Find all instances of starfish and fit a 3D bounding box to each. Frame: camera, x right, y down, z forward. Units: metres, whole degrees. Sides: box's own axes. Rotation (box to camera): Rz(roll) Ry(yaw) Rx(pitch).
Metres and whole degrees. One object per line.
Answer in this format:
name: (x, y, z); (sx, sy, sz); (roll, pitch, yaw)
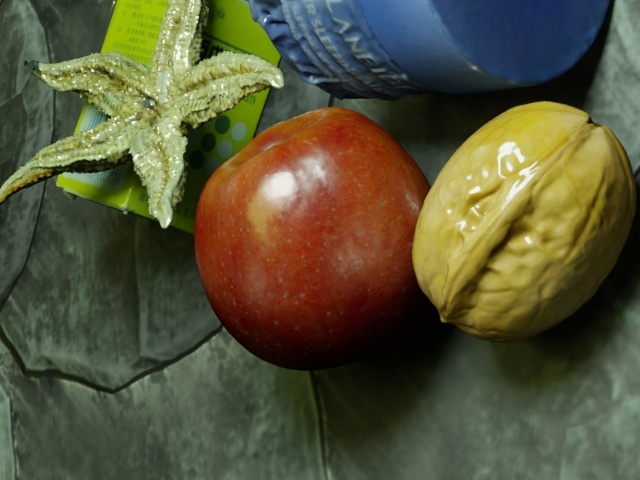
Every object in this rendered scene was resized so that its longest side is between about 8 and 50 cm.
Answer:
starfish: (-0.164, -0.115, 1.795); (0.347, 0.078, 0.358); (-28, 45, 22)

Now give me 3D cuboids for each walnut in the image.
walnut: (0.163, -0.013, 1.559); (0.207, 0.159, 0.159); (-52, 44, 12)

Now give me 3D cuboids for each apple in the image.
apple: (0.000, 0.000, 1.675); (0.218, 0.201, 0.218); (-27, 14, 7)

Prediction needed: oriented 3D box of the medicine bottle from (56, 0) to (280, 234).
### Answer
medicine bottle: (-0.150, -0.138, 1.954); (0.141, 0.137, 0.250); (18, 89, 50)

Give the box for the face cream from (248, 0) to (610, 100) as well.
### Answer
face cream: (0.091, -0.244, 1.653); (0.225, 0.249, 0.249); (-3, 74, 50)
